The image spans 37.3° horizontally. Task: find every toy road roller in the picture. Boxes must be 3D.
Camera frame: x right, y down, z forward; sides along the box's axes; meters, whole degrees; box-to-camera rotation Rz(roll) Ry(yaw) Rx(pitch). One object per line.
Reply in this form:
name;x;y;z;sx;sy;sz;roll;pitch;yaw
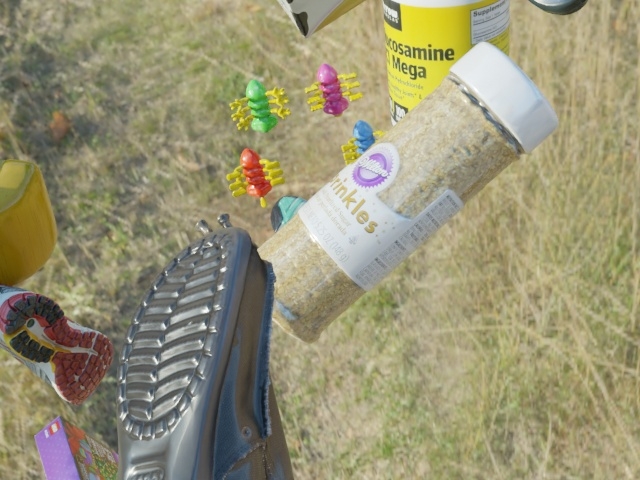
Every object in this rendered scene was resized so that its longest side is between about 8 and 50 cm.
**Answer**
toy road roller;-0.443;0.010;1.064;0.241;0.202;0.329;6;52;3

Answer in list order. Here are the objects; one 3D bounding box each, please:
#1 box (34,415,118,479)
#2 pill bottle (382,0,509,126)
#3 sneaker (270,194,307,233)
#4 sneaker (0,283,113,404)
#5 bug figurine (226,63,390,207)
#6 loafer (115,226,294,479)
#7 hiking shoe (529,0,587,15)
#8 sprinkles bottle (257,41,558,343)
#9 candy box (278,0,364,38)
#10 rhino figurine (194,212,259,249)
box;-0.323;0.422;1.450;0.057;0.201;0.293;-39;42;0
pill bottle;0.190;-0.324;1.429;0.188;0.333;0.188;-5;33;3
sneaker;0.000;0.000;1.677;0.083;0.098;0.224;-53;48;1
sneaker;-0.322;0.115;1.117;0.093;0.225;0.088;22;64;30
bug figurine;-0.025;-0.173;1.539;0.279;0.216;0.072;-14;30;-3
loafer;-0.093;0.169;0.796;0.134;0.130;0.365;-11;63;43
hiking shoe;0.220;-0.398;1.108;0.113;0.304;0.132;-27;5;27
sprinkles bottle;0.079;-0.046;0.997;0.355;0.121;0.121;-42;50;7
candy box;0.021;-0.198;0.396;0.159;0.233;0.071;-32;74;2
rhino figurine;-0.131;0.042;1.671;0.073;0.243;0.106;-41;59;-5
